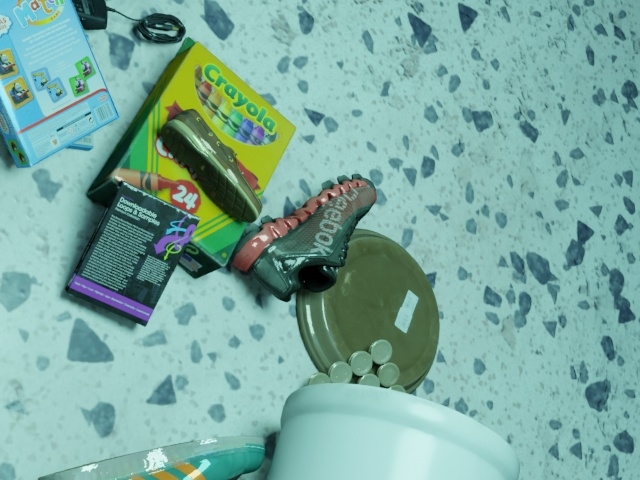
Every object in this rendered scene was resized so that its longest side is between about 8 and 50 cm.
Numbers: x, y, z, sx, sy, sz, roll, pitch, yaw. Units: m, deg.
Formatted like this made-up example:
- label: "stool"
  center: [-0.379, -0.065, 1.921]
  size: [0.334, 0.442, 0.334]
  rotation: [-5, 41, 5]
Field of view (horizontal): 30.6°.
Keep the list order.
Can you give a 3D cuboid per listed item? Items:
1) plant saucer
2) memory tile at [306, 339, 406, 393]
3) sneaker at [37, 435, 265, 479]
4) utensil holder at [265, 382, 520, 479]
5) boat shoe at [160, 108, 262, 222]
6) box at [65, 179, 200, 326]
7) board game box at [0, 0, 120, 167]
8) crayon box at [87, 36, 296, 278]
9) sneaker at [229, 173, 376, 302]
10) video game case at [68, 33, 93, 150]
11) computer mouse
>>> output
- label: "plant saucer"
  center: [0.084, 0.111, 1.794]
  size: [0.278, 0.041, 0.278]
  rotation: [14, 66, -35]
- label: "memory tile"
  center: [0.054, 0.220, 1.711]
  size: [0.148, 0.012, 0.113]
  rotation: [-25, 105, -23]
- label: "sneaker"
  center: [-0.200, 0.321, 1.464]
  size: [0.302, 0.108, 0.121]
  rotation: [-8, 81, -31]
- label: "utensil holder"
  center: [0.054, 0.425, 1.489]
  size: [0.327, 0.327, 0.385]
  rotation: [32, 61, -26]
- label: "boat shoe"
  center: [-0.135, -0.102, 1.568]
  size: [0.178, 0.064, 0.060]
  rotation: [49, 54, -11]
- label: "box"
  center: [-0.243, 0.017, 1.518]
  size: [0.116, 0.029, 0.162]
  rotation: [27, 93, -23]
- label: "board game box"
  center: [-0.361, -0.221, 1.494]
  size: [0.160, 0.039, 0.212]
  rotation: [-38, 117, -41]
- label: "crayon box"
  center: [-0.164, -0.134, 1.651]
  size: [0.202, 0.081, 0.319]
  rotation: [39, 55, -22]
- label: "sneaker"
  center: [0.000, 0.000, 1.709]
  size: [0.276, 0.098, 0.135]
  rotation: [-32, 77, -38]
- label: "video game case"
  center: [-0.362, -0.207, 1.562]
  size: [0.119, 0.015, 0.166]
  rotation: [6, 72, -36]
- label: "computer mouse"
  center: [-0.294, -0.313, 1.643]
  size: [0.242, 0.041, 0.071]
  rotation: [11, 52, -41]
